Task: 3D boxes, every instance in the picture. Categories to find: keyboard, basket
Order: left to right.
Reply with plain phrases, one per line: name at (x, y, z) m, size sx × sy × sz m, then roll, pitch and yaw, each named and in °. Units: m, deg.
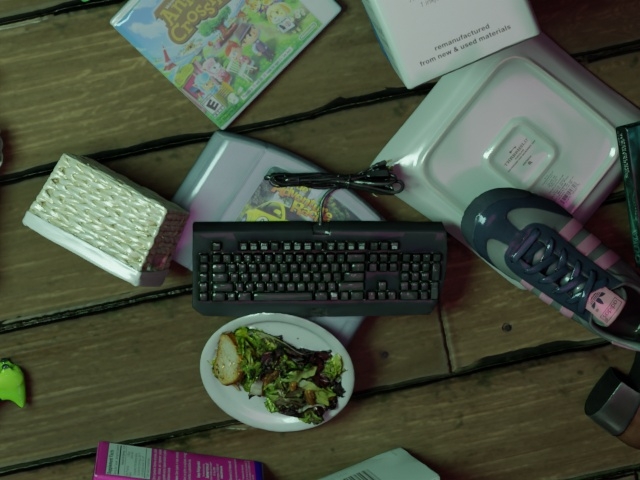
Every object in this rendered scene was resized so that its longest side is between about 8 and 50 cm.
basket at (-0.253, -0.026, 1.863) m, size 0.167 × 0.113 × 0.103 m, roll 29°, pitch 94°, yaw 11°
keyboard at (0.000, 0.000, 1.906) m, size 0.317 × 0.033 × 0.201 m, roll -1°, pitch 104°, yaw -6°

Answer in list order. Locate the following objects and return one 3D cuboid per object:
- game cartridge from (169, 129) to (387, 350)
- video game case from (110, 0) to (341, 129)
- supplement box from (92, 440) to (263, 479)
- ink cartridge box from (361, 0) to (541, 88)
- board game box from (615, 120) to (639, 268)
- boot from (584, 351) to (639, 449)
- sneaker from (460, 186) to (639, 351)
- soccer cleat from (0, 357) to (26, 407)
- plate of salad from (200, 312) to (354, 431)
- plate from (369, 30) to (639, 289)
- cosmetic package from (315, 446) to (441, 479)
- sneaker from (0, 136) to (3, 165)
game cartridge at (-0.044, -0.005, 1.943) m, size 0.294 × 0.060 × 0.196 m, roll 31°, pitch 96°, yaw -12°
video game case at (-0.115, -0.275, 1.877) m, size 0.212 × 0.023 × 0.193 m, roll -45°, pitch 104°, yaw 7°
supplement box at (-0.190, 0.343, 1.989) m, size 0.220 × 0.114 × 0.111 m, roll 8°, pitch 105°, yaw -6°
ink cartridge box at (0.082, -0.398, 1.727) m, size 0.166 × 0.285 × 0.394 m, roll -23°, pitch 105°, yaw 3°
board game box at (0.446, -0.067, 1.955) m, size 0.126 × 0.026 × 0.186 m, roll -14°, pitch 102°, yaw -21°
boot at (0.534, 0.208, 2.029) m, size 0.280 × 0.096 × 0.264 m, roll 32°, pitch 101°, yaw -13°
sneaker at (0.316, 0.040, 1.909) m, size 0.319 × 0.131 × 0.112 m, roll 27°, pitch 105°, yaw -29°
soccer cleat at (-0.462, 0.203, 1.953) m, size 0.179 × 0.060 × 0.072 m, roll -12°, pitch 107°, yaw -5°
plate of salad at (-0.056, 0.176, 1.963) m, size 0.200 × 0.048 × 0.199 m, roll 3°, pitch 125°, yaw 4°
plate at (0.250, -0.110, 1.946) m, size 0.278 × 0.045 × 0.277 m, roll 36°, pitch 98°, yaw -14°
cosmetic package at (0.084, 0.494, 2.013) m, size 0.217 × 0.156 × 0.384 m, roll -21°, pitch 105°, yaw -15°
sneaker at (-0.436, -0.076, 1.863) m, size 0.118 × 0.110 × 0.292 m, roll -13°, pitch 106°, yaw -11°
